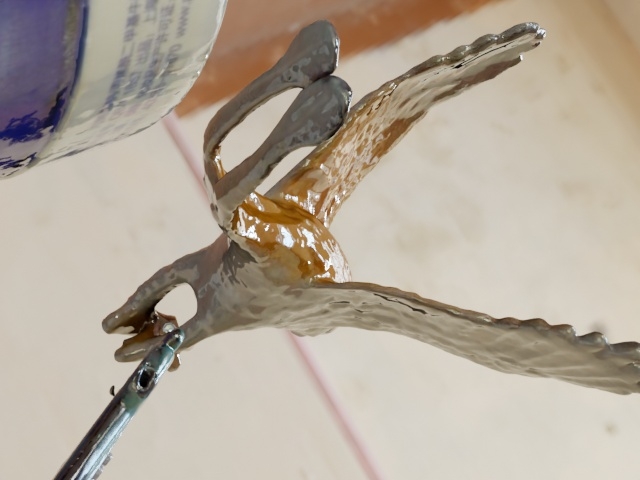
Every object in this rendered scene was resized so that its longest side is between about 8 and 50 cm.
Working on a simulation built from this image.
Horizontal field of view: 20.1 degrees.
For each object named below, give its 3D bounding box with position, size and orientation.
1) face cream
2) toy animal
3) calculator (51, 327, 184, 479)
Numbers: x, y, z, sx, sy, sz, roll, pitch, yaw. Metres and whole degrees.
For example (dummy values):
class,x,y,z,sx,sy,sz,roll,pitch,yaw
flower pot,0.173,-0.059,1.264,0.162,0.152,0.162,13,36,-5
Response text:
class,x,y,z,sx,sy,sz,roll,pitch,yaw
face cream,-0.121,-0.123,0.610,0.111,0.206,0.206,-18,162,-34
toy animal,-0.016,0.010,0.948,0.302,0.225,0.284,-28,156,32
calculator,-0.101,0.093,0.786,0.094,0.019,0.141,-51,-176,43
